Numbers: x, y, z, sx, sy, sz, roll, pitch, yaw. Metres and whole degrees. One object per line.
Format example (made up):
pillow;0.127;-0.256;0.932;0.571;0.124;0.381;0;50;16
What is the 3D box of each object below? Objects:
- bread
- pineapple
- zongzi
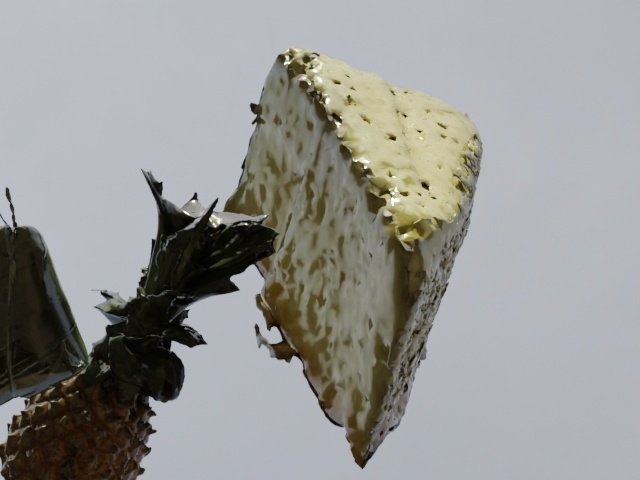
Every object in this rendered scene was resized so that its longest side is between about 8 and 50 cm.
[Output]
bread;0.000;0.000;1.227;0.279;0.315;0.248;27;-65;11
pineapple;-0.143;0.082;1.040;0.119;0.130;0.277;28;-83;-4
zongzi;-0.240;0.042;0.918;0.130;0.062;0.154;-20;-79;-7
